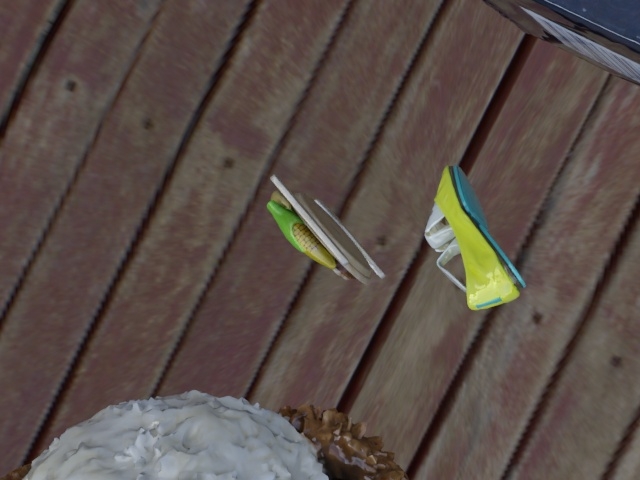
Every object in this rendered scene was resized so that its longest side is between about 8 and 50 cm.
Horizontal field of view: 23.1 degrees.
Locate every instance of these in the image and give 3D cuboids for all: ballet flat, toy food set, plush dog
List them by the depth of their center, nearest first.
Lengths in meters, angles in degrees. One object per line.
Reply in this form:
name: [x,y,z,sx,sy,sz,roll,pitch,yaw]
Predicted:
plush dog: [-0.067,0.160,0.659,0.262,0.225,0.210,-7,134,-1]
toy food set: [0.000,0.000,1.586,0.038,0.192,0.132,-42,75,7]
ballet flat: [0.163,-0.003,1.802,0.077,0.231,0.077,-33,130,9]

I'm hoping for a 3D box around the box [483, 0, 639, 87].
box: [0.331,-0.324,1.290,0.293,0.212,0.395,33,94,37]
